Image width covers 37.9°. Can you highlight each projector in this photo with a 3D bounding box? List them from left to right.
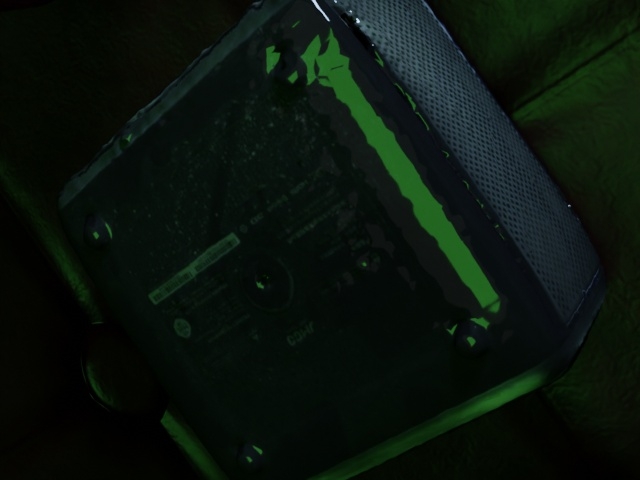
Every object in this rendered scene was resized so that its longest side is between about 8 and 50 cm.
[{"bbox_3d":[0.000,0.000,0.908,0.395,0.242,0.405,-34,90,34],"label":"projector"}]

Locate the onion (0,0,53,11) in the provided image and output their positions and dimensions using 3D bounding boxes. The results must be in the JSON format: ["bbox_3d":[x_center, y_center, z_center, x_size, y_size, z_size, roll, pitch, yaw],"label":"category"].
[{"bbox_3d":[-0.361,-0.384,0.838,0.398,0.420,0.399,9,122,14],"label":"onion"}]
